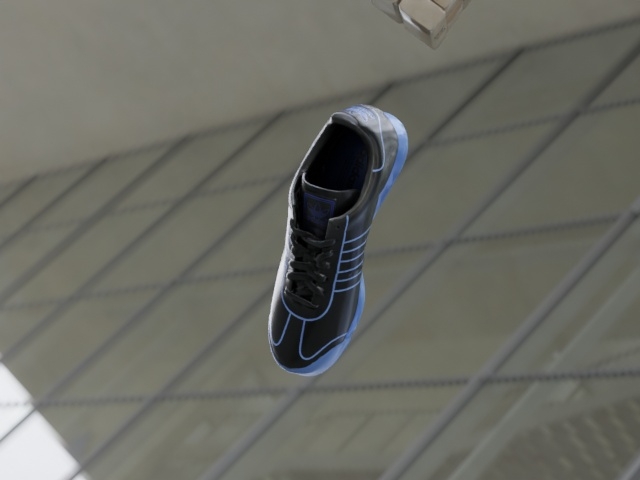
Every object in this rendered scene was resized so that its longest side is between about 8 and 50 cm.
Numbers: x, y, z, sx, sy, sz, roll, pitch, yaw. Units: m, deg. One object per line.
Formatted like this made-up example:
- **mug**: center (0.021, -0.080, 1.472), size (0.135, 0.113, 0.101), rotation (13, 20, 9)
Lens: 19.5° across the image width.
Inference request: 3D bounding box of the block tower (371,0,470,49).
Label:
- **block tower**: center (0.143, -0.296, 1.278), size (0.091, 0.335, 0.097), rotation (37, 1, 5)

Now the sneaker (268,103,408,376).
- **sneaker**: center (0.000, 0.000, 1.511), size (0.081, 0.090, 0.232), rotation (19, -83, 23)
